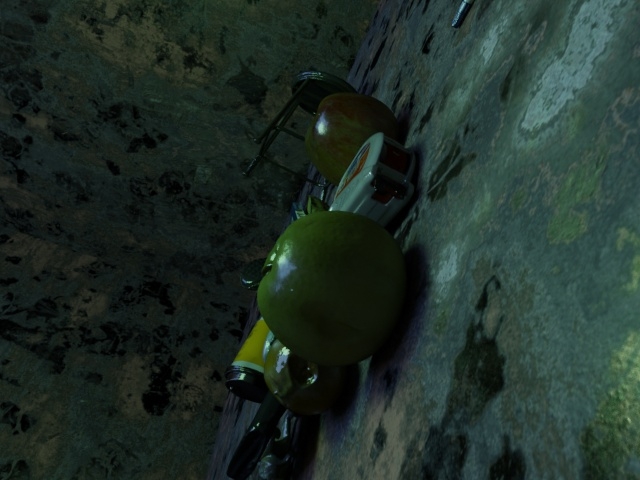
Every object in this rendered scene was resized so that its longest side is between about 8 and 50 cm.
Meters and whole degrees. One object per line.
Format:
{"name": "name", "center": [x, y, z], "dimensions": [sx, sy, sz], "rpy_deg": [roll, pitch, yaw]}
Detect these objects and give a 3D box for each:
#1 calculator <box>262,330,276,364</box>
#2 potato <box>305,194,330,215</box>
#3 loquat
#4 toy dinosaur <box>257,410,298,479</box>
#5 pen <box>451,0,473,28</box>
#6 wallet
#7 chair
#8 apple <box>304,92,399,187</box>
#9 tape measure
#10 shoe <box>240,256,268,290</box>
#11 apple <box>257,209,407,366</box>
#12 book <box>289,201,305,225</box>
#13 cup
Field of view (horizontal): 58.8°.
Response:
{"name": "calculator", "center": [-0.112, 0.355, 1.619], "dimensions": [0.141, 0.045, 0.246], "rpy_deg": [-66, -27, -53]}
{"name": "potato", "center": [0.000, 0.000, 1.771], "dimensions": [0.160, 0.111, 0.272], "rpy_deg": [-103, 20, -61]}
{"name": "loquat", "center": [-0.031, 0.275, 1.195], "dimensions": [0.227, 0.179, 0.179], "rpy_deg": [89, -161, -77]}
{"name": "toy dinosaur", "center": [-0.118, 0.552, 1.431], "dimensions": [0.162, 0.077, 0.294], "rpy_deg": [-58, 15, 26]}
{"name": "pen", "center": [0.346, -0.565, 1.252], "dimensions": [0.025, 0.025, 0.204], "rpy_deg": [-80, 13, -49]}
{"name": "wallet", "center": [-0.094, 0.375, 1.396], "dimensions": [0.406, 0.062, 0.228], "rpy_deg": [-55, -7, -52]}
{"name": "chair", "center": [-0.042, -0.412, 2.222], "dimensions": [0.362, 0.364, 0.410], "rpy_deg": [135, 157, -70]}
{"name": "apple", "center": [0.082, -0.267, 1.522], "dimensions": [0.257, 0.233, 0.257], "rpy_deg": [-158, 90, -78]}
{"name": "tape measure", "center": [0.122, -0.117, 1.308], "dimensions": [0.258, 0.130, 0.265], "rpy_deg": [-55, 12, 49]}
{"name": "shoe", "center": [-0.158, 0.153, 2.026], "dimensions": [0.336, 0.132, 0.171], "rpy_deg": [-17, -58, -49]}
{"name": "apple", "center": [0.020, 0.086, 1.067], "dimensions": [0.292, 0.254, 0.292], "rpy_deg": [-60, 14, 26]}
{"name": "book", "center": [-0.072, 0.073, 1.712], "dimensions": [0.428, 0.039, 0.300], "rpy_deg": [-110, 25, -72]}
{"name": "cup", "center": [-0.194, 0.398, 1.923], "dimensions": [0.280, 0.196, 0.196], "rpy_deg": [-66, 5, -36]}
